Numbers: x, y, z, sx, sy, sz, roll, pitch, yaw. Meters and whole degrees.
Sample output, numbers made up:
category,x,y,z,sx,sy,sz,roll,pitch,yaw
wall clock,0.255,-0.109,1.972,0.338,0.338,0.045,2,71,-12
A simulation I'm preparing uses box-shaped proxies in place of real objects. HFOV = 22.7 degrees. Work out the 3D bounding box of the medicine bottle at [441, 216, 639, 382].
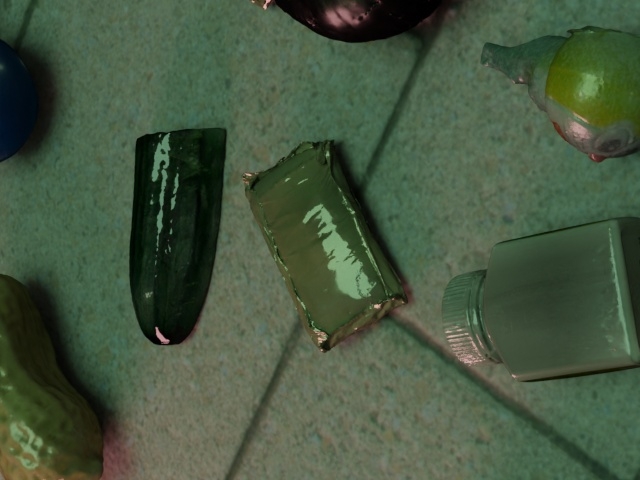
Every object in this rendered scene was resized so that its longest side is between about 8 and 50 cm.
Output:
category,x,y,z,sx,sy,sz,roll,pitch,yaw
medicine bottle,0.208,0.058,1.424,0.188,0.088,0.132,-12,84,38

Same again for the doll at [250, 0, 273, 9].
category,x,y,z,sx,sy,sz,roll,pitch,yaw
doll,-0.127,-0.327,1.664,0.115,0.105,0.221,-51,60,19

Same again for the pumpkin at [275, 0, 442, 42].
category,x,y,z,sx,sy,sz,roll,pitch,yaw
pumpkin,0.038,-0.301,1.501,0.233,0.163,0.233,0,90,42

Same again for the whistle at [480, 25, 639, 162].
category,x,y,z,sx,sy,sz,roll,pitch,yaw
whistle,0.224,-0.133,1.399,0.223,0.123,0.123,22,105,50

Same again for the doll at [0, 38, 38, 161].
category,x,y,z,sx,sy,sz,roll,pitch,yaw
doll,-0.442,-0.195,1.884,0.257,0.161,0.215,41,144,42

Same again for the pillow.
category,x,y,z,sx,sy,sz,roll,pitch,yaw
pillow,0.000,0.000,1.607,0.119,0.053,0.208,-34,71,30

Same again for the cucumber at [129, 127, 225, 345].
category,x,y,z,sx,sy,sz,roll,pitch,yaw
cucumber,-0.169,-0.003,1.738,0.115,0.063,0.244,5,96,38

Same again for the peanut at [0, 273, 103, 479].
category,x,y,z,sx,sy,sz,roll,pitch,yaw
peanut,-0.354,0.182,1.837,0.159,0.143,0.291,-43,69,30
